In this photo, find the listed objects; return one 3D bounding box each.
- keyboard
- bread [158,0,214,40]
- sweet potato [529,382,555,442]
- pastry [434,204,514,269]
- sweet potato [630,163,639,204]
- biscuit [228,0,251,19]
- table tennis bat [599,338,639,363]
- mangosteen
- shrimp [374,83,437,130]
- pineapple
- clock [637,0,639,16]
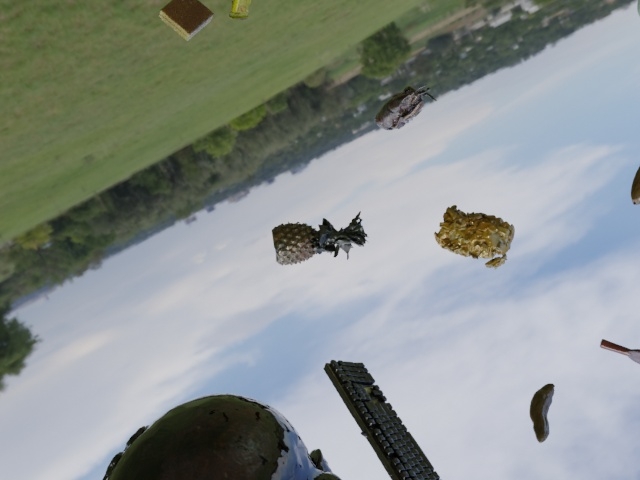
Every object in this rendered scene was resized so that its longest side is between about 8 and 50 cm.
[{"bbox_3d":[0.110,0.326,1.156,0.027,0.106,0.317,-61,-138,23],"label":"keyboard"},{"bbox_3d":[-0.309,-0.520,1.531,0.094,0.090,0.035,-53,-176,-30],"label":"bread"},{"bbox_3d":[0.563,0.444,1.699,0.053,0.054,0.182,104,9,-45],"label":"sweet potato"},{"bbox_3d":[0.432,-0.006,1.843,0.102,0.154,0.250,-3,-163,-35],"label":"pastry"},{"bbox_3d":[0.660,-0.204,1.194,0.114,0.092,0.342,7,-116,48],"label":"sweet potato"},{"bbox_3d":[-0.137,-0.569,1.355,0.048,0.026,0.292,-15,157,-28],"label":"biscuit"},{"bbox_3d":[0.654,0.238,1.362,0.154,0.098,0.019,19,-107,22],"label":"table tennis bat"},{"bbox_3d":[-0.120,0.346,0.806,0.330,0.330,0.330,-27,-169,6],"label":"mangosteen"},{"bbox_3d":[0.173,-0.273,1.356,0.073,0.075,0.190,-11,166,-27],"label":"shrimp"},{"bbox_3d":[0.000,0.000,1.714,0.251,0.125,0.125,-10,-167,5],"label":"pineapple"},{"bbox_3d":[0.471,-0.309,0.820,0.159,0.066,0.211,-1,-138,7],"label":"clock"}]
